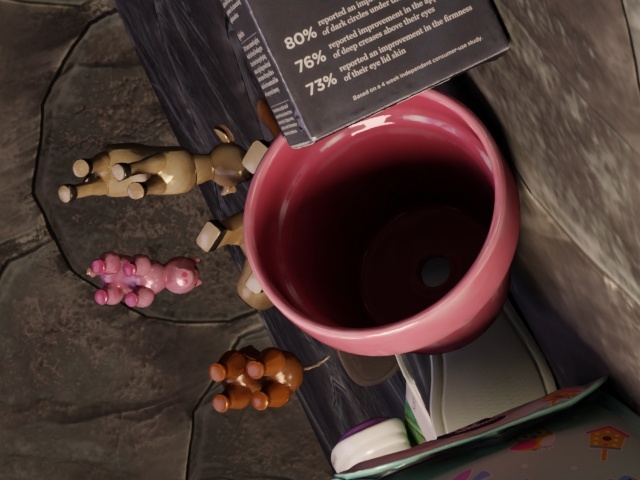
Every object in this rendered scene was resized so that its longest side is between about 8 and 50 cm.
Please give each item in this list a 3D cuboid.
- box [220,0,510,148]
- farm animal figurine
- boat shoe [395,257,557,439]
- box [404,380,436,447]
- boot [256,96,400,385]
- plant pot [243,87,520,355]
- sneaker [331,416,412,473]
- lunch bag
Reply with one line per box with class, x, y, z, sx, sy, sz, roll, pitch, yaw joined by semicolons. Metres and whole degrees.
box;0.010;-0.186;1.194;0.207;0.153;0.108;66;172;-4
farm animal figurine;-0.066;-0.012;1.772;0.330;0.327;0.172;56;-149;7
boat shoe;0.123;0.092;1.506;0.091;0.114;0.302;124;131;-79
box;0.185;0.304;1.892;0.232;0.058;0.322;84;160;-68
boot;0.000;0.000;1.987;0.264;0.096;0.280;68;171;-29
plant pot;0.064;0.004;1.353;0.201;0.201;0.180;60;-174;27
sneaker;0.079;0.318;2.016;0.152;0.114;0.305;62;174;27
lunch bag;0.146;0.208;1.296;0.262;0.223;0.160;-126;19;-57
